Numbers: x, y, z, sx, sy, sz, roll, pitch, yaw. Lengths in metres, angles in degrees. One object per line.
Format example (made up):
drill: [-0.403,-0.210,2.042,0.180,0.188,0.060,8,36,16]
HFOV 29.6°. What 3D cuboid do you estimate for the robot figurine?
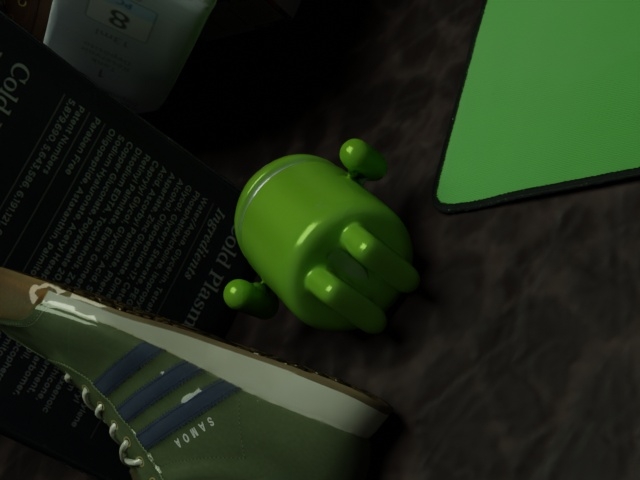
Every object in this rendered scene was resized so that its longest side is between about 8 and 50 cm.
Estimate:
robot figurine: [0.000,0.000,0.581,0.101,0.067,0.115,-53,35,5]

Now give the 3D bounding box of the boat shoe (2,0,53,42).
boat shoe: [-0.198,-0.186,0.856,0.064,0.060,0.178,-77,15,-47]

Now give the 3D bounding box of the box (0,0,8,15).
box: [-0.238,-0.245,0.918,0.242,0.076,0.307,-52,0,2]

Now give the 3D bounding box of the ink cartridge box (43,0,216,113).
ink cartridge box: [-0.096,-0.212,0.822,0.385,0.091,0.308,135,156,-66]

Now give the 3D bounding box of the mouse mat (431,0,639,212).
mouse mat: [0.137,-0.089,0.553,0.189,0.007,0.153,-11,53,45]

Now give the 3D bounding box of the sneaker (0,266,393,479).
sneaker: [-0.071,0.079,0.534,0.192,0.064,0.086,19,86,11]

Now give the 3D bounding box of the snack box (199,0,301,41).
snack box: [-0.036,-0.208,0.823,0.100,0.037,0.141,0,61,49]

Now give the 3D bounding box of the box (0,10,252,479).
box: [-0.261,-0.028,0.692,0.343,0.312,0.179,8,67,52]
